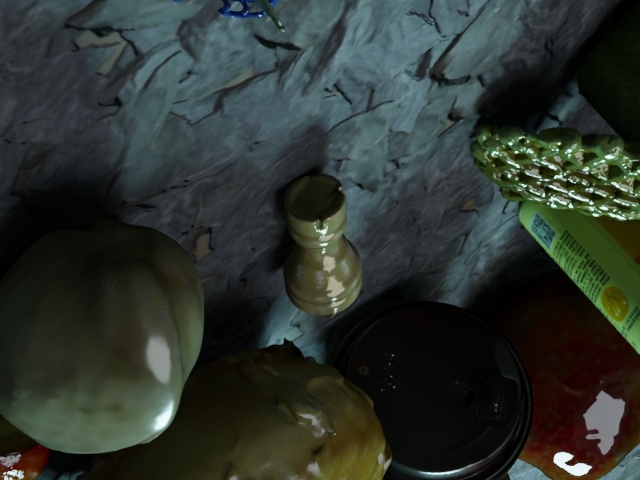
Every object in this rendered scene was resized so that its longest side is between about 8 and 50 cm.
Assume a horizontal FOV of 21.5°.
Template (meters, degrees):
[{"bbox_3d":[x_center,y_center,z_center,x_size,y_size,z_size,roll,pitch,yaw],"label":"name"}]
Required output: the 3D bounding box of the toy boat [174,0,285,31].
[{"bbox_3d":[-0.047,-0.159,0.953,0.175,0.110,0.091,2,132,-52],"label":"toy boat"}]

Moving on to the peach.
[{"bbox_3d":[-0.239,0.160,1.282,0.077,0.050,0.083,-41,151,0],"label":"peach"}]

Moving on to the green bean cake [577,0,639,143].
[{"bbox_3d":[0.362,-0.177,1.448,0.222,0.125,0.248,0,134,-53],"label":"green bean cake"}]

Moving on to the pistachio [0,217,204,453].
[{"bbox_3d":[-0.156,0.068,1.146,0.138,0.153,0.238,-10,169,-31],"label":"pistachio"}]

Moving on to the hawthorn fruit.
[{"bbox_3d":[0.254,0.117,1.703,0.208,0.208,0.248,-18,141,-37],"label":"hawthorn fruit"}]

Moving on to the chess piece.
[{"bbox_3d":[0.000,0.000,1.332,0.066,0.066,0.122,-31,147,-18],"label":"chess piece"}]

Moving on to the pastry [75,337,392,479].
[{"bbox_3d":[-0.095,0.210,1.392,0.284,0.184,0.315,-10,139,-57],"label":"pastry"}]

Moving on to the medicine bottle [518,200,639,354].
[{"bbox_3d":[0.299,0.023,1.555,0.124,0.239,0.124,-34,156,-17],"label":"medicine bottle"}]

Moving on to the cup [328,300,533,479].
[{"bbox_3d":[0.088,0.185,1.616,0.196,0.196,0.279,-30,162,-19],"label":"cup"}]

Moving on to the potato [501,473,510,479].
[{"bbox_3d":[0.099,0.324,1.890,0.296,0.141,0.191,-17,130,-37],"label":"potato"}]

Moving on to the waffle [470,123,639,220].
[{"bbox_3d":[0.218,-0.056,1.424,0.169,0.184,0.036,46,54,-64],"label":"waffle"}]
